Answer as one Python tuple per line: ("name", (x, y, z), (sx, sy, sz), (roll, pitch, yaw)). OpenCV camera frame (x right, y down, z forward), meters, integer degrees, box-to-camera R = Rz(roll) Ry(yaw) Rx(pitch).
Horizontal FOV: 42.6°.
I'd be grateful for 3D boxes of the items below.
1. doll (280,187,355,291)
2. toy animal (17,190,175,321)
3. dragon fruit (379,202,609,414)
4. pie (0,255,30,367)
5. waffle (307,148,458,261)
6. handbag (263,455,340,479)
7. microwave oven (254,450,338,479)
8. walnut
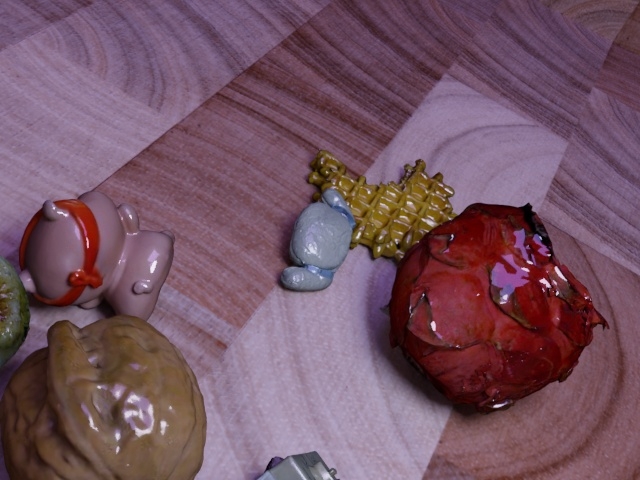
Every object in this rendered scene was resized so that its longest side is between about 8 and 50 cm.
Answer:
("doll", (0.000, 0.000, 1.348), (0.103, 0.071, 0.214), (28, 54, -8))
("toy animal", (-0.308, 0.028, 1.119), (0.197, 0.171, 0.171), (24, 40, -22))
("dragon fruit", (0.254, 0.098, 1.217), (0.301, 0.296, 0.296), (-40, 67, -6))
("pie", (-0.504, 0.093, 1.006), (0.276, 0.079, 0.277), (5, 49, -5))
("waffle", (0.130, -0.067, 1.494), (0.292, 0.069, 0.260), (-1, 47, -24))
("handbag", (-0.002, 0.378, 0.966), (0.203, 0.074, 0.216), (20, 41, 7))
("microwave oven", (-0.008, 0.413, 0.753), (0.286, 0.218, 0.355), (-39, 76, -2))
("walnut", (-0.249, 0.200, 0.935), (0.224, 0.257, 0.257), (-29, 59, -6))
